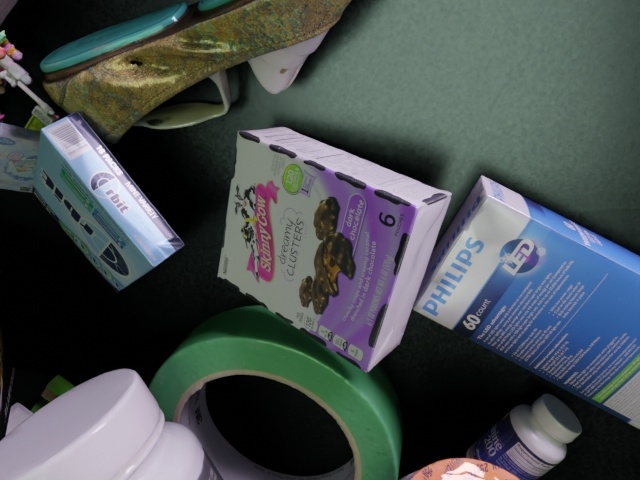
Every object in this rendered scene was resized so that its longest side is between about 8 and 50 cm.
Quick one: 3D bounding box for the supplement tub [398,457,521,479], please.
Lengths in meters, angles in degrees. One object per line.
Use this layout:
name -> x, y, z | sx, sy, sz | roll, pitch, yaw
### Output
supplement tub -> 0.130, 0.367, 0.505 | 0.194, 0.193, 0.316 | 11, 134, 11

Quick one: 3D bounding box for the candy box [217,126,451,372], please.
candy box -> 0.000, 0.000, 0.466 | 0.196, 0.070, 0.164 | 27, 119, 29

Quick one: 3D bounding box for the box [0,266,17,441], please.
box -> -0.418, 0.153, 0.553 | 0.079, 0.322, 0.257 | -5, 116, -24

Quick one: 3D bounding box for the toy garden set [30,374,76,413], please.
toy garden set -> -0.390, 0.353, 0.763 | 0.204, 0.049, 0.244 | 39, 116, -3

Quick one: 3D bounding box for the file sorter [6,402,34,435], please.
file sorter -> -0.390, 0.407, 0.655 | 0.278, 0.193, 0.173 | 34, 119, 2

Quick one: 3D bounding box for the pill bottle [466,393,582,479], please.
pill bottle -> 0.223, 0.225, 0.537 | 0.067, 0.067, 0.120 | 34, 116, 0

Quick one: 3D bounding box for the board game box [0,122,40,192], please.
board game box -> -0.343, -0.091, 0.548 | 0.090, 0.090, 0.020 | -34, 71, 24

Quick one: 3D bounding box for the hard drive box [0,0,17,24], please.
hard drive box -> -0.373, -0.250, 0.411 | 0.181, 0.232, 0.089 | -34, 100, 24

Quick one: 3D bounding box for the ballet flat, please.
ballet flat -> -0.090, -0.174, 0.443 | 0.349, 0.123, 0.123 | -15, 107, 19

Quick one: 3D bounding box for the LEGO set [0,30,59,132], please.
LEGO set -> -0.341, -0.155, 0.497 | 0.107, 0.132, 0.287 | 44, 138, -11

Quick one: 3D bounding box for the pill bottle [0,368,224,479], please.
pill bottle -> -0.187, 0.338, 0.532 | 0.204, 0.204, 0.361 | -20, 105, 21

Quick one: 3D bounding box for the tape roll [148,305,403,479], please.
tape roll -> -0.060, 0.240, 0.614 | 0.322, 0.077, 0.321 | 5, 114, 13

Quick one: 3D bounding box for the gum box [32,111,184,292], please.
gum box -> -0.236, -0.027, 0.523 | 0.157, 0.041, 0.184 | 53, 147, -10

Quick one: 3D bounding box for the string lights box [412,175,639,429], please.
string lights box -> 0.235, 0.061, 0.461 | 0.260, 0.076, 0.133 | 28, 116, 3
